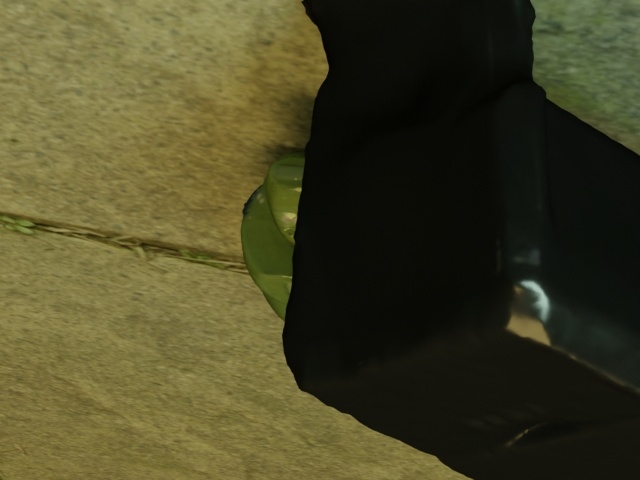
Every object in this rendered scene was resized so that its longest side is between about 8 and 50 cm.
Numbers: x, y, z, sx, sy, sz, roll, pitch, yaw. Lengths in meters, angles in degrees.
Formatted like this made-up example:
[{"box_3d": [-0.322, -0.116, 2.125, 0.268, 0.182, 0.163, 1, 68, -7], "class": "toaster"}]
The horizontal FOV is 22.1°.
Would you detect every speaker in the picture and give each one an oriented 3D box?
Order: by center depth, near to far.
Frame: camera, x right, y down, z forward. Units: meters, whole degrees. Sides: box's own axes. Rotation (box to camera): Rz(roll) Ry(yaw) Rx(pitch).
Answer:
[{"box_3d": [0.158, 0.029, 0.778, 0.388, 0.184, 0.180, 30, 151, -27], "class": "speaker"}]

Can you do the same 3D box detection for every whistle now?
[{"box_3d": [0.000, 0.000, 0.981, 0.105, 0.085, 0.227, 7, 160, 10], "class": "whistle"}]
